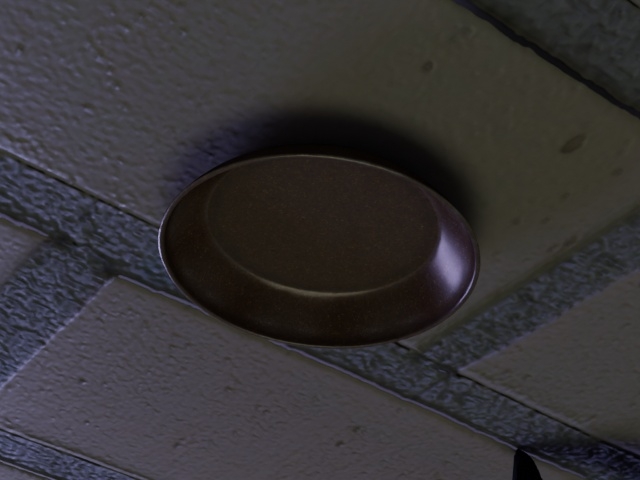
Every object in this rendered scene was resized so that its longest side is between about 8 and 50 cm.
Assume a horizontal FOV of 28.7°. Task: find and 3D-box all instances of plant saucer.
[{"bbox_3d":[0.000,0.000,0.779,0.199,0.036,0.198,4,143,3],"label":"plant saucer"}]

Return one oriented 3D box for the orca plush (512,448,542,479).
[{"bbox_3d":[0.296,0.206,0.998,0.287,0.102,0.151,18,-173,1],"label":"orca plush"}]
